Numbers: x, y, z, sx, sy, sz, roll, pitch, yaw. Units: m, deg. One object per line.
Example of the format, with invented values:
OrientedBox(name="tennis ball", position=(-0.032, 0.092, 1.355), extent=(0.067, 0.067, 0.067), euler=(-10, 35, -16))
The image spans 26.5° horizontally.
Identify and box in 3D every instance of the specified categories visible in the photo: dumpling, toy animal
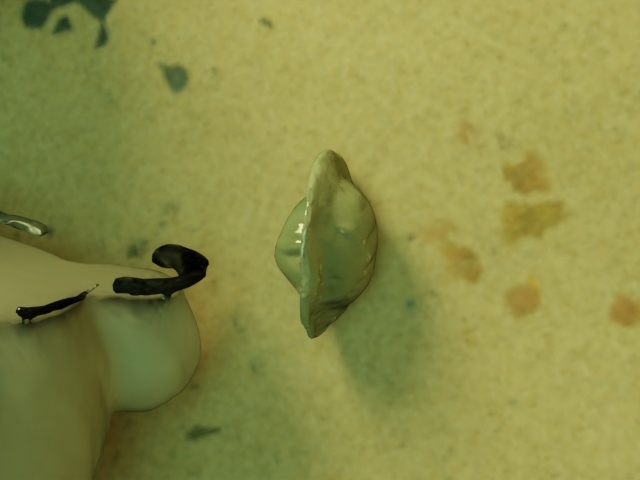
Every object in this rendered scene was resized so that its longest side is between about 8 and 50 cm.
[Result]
OrientedBox(name="dumpling", position=(0.001, 0.001, 0.581), extent=(0.043, 0.059, 0.077), euler=(28, 88, 21))
OrientedBox(name="toy animal", position=(-0.204, 0.154, 0.563), extent=(0.258, 0.194, 0.357), euler=(12, 105, -12))
